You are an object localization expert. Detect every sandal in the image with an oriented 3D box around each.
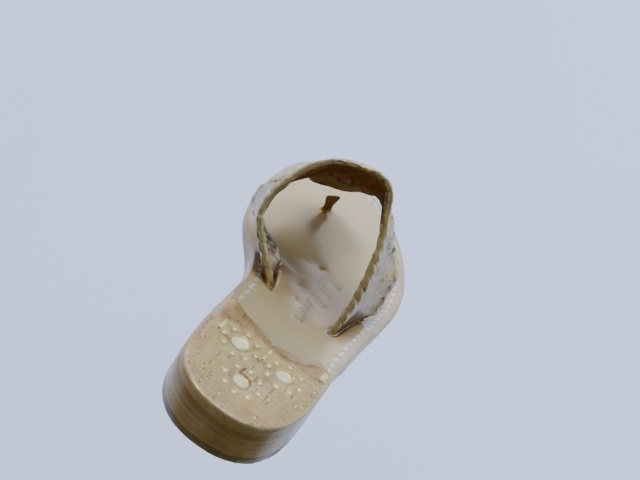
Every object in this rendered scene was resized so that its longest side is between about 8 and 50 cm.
[{"bbox_3d":[0.006,0.004,0.729,0.088,0.240,0.079,33,-58,-2],"label":"sandal"}]
